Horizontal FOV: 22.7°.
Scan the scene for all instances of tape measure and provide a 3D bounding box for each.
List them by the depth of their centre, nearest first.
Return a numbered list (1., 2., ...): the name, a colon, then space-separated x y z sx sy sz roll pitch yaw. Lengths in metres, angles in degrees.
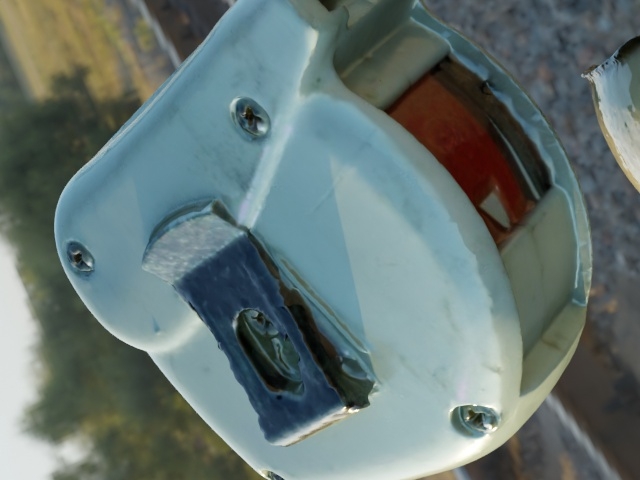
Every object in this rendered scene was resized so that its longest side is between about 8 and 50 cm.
1. tape measure: -0.001 -0.001 0.731 0.246 0.125 0.243 49 138 -1

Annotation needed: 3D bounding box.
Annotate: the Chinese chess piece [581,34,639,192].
1. Chinese chess piece: 0.239 -0.104 0.719 0.103 0.250 0.250 53 172 0
